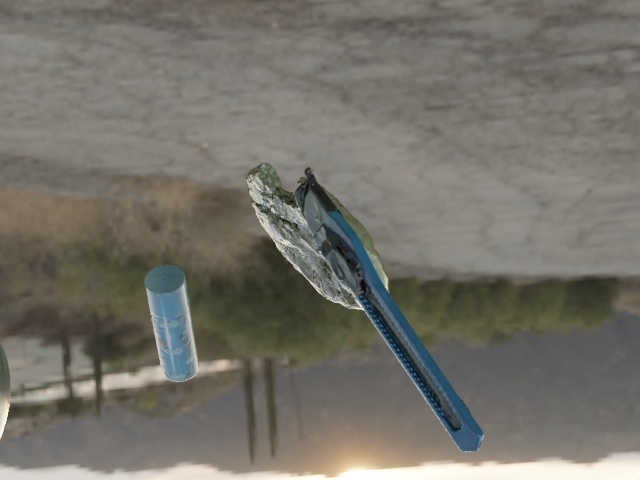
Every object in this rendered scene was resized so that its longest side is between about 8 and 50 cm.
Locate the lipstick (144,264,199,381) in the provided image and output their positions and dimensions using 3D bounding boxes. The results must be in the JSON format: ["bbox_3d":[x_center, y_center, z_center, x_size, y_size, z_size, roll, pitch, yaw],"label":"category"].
[{"bbox_3d":[-0.173,0.099,1.595,0.048,0.048,0.158,-5,134,-2],"label":"lipstick"}]

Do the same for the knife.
[{"bbox_3d":[0.058,0.063,1.225,0.026,0.297,0.044,-18,159,-49],"label":"knife"}]

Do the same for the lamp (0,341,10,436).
[{"bbox_3d":[-0.351,0.112,1.063,0.197,0.198,0.244,-2,-158,-43],"label":"lamp"}]

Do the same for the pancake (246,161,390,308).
[{"bbox_3d":[0.000,0.000,1.724,0.037,0.254,0.253,-44,-169,-19],"label":"pancake"}]
